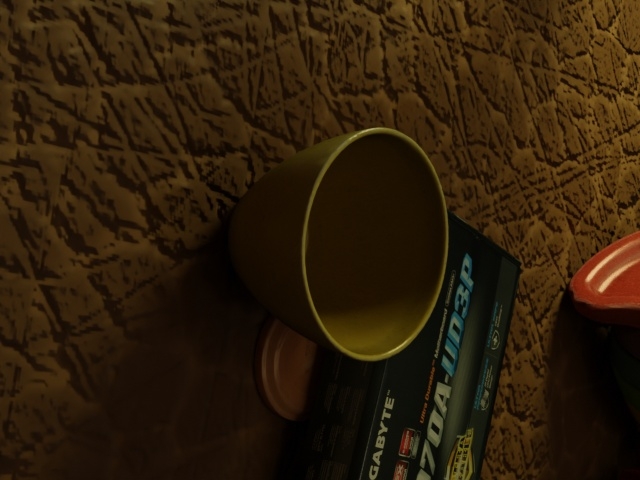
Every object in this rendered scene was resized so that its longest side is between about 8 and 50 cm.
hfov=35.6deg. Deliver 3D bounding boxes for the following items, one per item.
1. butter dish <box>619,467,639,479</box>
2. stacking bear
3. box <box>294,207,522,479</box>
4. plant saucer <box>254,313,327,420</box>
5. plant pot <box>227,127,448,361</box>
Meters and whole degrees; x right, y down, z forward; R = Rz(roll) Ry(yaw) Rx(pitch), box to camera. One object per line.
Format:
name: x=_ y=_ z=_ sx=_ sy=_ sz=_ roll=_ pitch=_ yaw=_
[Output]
butter dish: x=0.302 y=0.310 z=0.944 sx=0.118 sy=0.160 sz=0.159 roll=1 pitch=91 yaw=-25
stacking bear: x=0.364 y=0.141 z=0.983 sx=0.164 sy=0.175 sz=0.289 roll=-40 pitch=131 yaw=-32
box: x=0.069 y=0.094 z=0.708 sx=0.175 sy=0.051 sz=0.220 roll=29 pitch=71 yaw=-52
plant saucer: x=-0.010 y=0.078 z=0.659 sx=0.083 sy=0.013 sz=0.083 roll=-4 pitch=95 yaw=-48
plant pot: x=0.000 y=0.000 z=0.602 sx=0.134 sy=0.095 sz=0.134 roll=-5 pitch=97 yaw=-48
